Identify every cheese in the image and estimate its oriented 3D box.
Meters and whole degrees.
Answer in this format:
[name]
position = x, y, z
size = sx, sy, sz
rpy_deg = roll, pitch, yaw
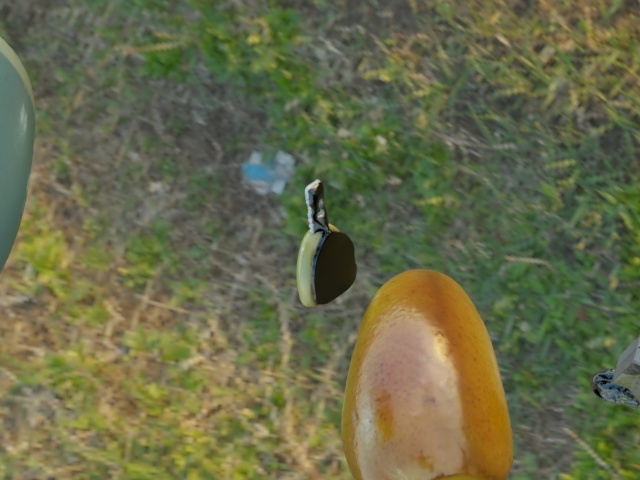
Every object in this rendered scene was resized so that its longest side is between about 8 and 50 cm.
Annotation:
[cheese]
position = 0.001, 0.000, 1.795
size = 0.036, 0.086, 0.162
rpy_deg = 27, 137, 39

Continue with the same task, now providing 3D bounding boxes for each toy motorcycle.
[toy motorcycle]
position = 0.421, 0.168, 1.732
size = 0.152, 0.225, 0.073
rpy_deg = 26, 62, -7

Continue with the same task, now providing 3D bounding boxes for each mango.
[mango]
position = 0.123, 0.159, 1.654
size = 0.350, 0.201, 0.199
rpy_deg = -86, 17, -46

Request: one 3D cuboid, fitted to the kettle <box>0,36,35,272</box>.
[kettle]
position = -0.399, -0.001, 1.363
size = 0.342, 0.247, 0.319
rpy_deg = -102, 28, -49
